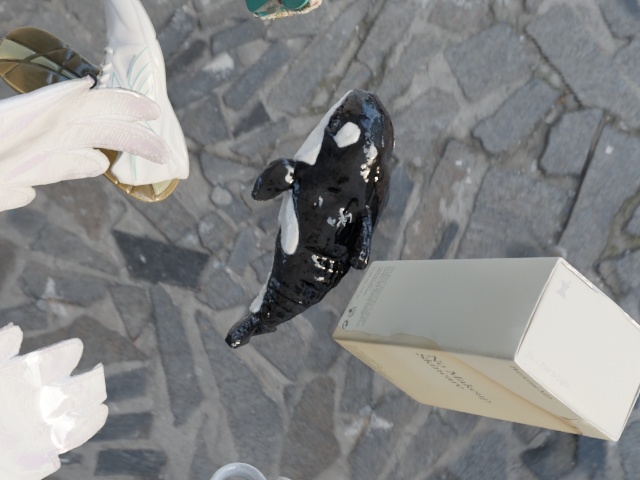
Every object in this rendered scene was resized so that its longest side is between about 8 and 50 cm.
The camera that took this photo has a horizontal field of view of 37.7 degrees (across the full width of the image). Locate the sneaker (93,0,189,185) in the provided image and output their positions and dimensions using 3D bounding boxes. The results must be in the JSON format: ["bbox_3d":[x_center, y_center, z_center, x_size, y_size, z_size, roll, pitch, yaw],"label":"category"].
[{"bbox_3d":[-0.139,-0.112,0.673,0.061,0.053,0.152,-14,102,-10],"label":"sneaker"}]

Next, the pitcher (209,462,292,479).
[{"bbox_3d":[-0.075,0.335,0.971,0.177,0.125,0.207,20,44,21],"label":"pitcher"}]

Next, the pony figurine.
[{"bbox_3d":[-0.290,0.042,0.519,0.363,0.303,0.351,30,38,24],"label":"pony figurine"}]

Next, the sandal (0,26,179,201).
[{"bbox_3d":[-0.184,-0.102,0.759,0.180,0.049,0.072,39,74,0],"label":"sandal"}]

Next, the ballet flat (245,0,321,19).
[{"bbox_3d":[-0.039,-0.388,1.436,0.077,0.241,0.091,-12,105,-26],"label":"ballet flat"}]

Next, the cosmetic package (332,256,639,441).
[{"bbox_3d":[0.168,0.105,0.980,0.160,0.309,0.113,38,72,-23],"label":"cosmetic package"}]

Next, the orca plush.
[{"bbox_3d":[0.000,0.000,0.914,0.287,0.151,0.102,-52,40,10],"label":"orca plush"}]
